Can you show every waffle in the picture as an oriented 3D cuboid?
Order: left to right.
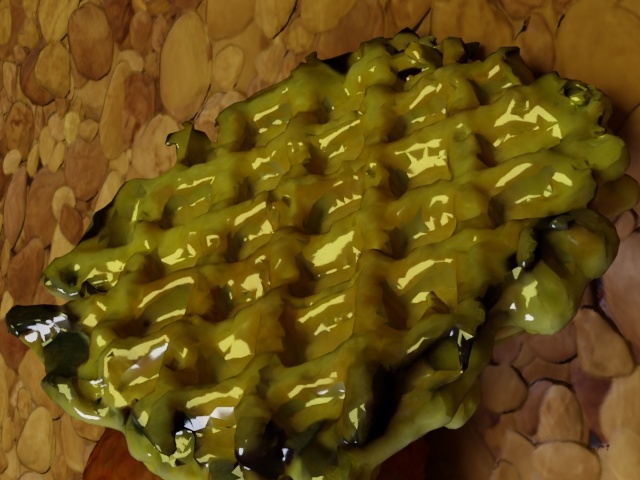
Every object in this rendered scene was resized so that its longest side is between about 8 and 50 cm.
[{"bbox_3d":[0.000,0.000,0.744,0.379,0.095,0.382,-43,39,-15],"label":"waffle"}]

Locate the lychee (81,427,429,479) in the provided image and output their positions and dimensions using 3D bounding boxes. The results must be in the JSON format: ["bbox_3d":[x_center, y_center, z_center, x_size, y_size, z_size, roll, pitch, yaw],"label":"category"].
[{"bbox_3d":[-0.051,0.205,0.809,0.300,0.255,0.255,-51,51,14],"label":"lychee"}]
